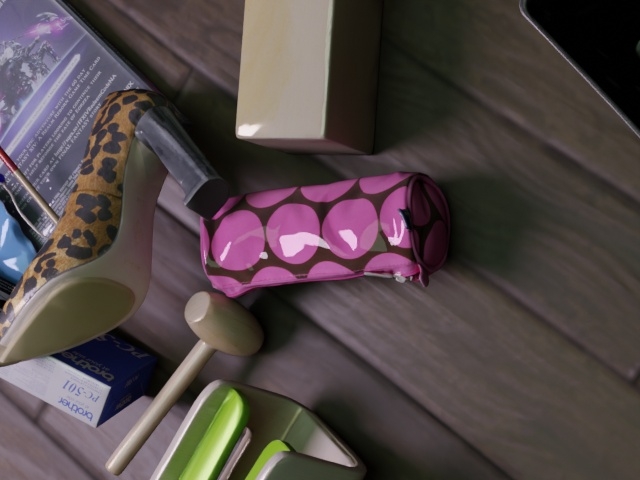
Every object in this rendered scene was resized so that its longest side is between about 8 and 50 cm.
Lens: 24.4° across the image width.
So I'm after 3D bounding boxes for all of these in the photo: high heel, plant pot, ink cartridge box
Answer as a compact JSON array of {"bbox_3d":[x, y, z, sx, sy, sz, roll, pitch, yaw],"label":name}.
[{"bbox_3d":[-0.213,-0.015,1.302,0.261,0.093,0.186,-41,47,1],"label":"high heel"},{"bbox_3d":[0.293,-0.160,1.085,0.188,0.167,0.187,-45,69,16],"label":"plant pot"},{"bbox_3d":[-0.261,0.091,1.334,0.207,0.097,0.046,26,109,13],"label":"ink cartridge box"}]

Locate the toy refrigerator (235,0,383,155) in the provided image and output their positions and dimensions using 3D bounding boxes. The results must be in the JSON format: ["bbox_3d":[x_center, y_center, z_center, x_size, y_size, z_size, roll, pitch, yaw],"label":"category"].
[{"bbox_3d":[-0.007,-0.213,1.268,0.094,0.102,0.269,3,87,26],"label":"toy refrigerator"}]

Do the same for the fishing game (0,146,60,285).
[{"bbox_3d":[-0.339,0.036,1.430,0.189,0.041,0.264,49,114,11],"label":"fishing game"}]

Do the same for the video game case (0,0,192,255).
[{"bbox_3d":[-0.271,-0.123,1.427,0.274,0.026,0.196,45,104,23],"label":"video game case"}]

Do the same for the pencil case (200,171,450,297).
[{"bbox_3d":[0.000,0.000,1.248,0.209,0.095,0.098,-8,73,28],"label":"pencil case"}]

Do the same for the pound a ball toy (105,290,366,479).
[{"bbox_3d":[-0.088,0.232,1.266,0.208,0.136,0.319,40,103,49],"label":"pound a ball toy"}]
